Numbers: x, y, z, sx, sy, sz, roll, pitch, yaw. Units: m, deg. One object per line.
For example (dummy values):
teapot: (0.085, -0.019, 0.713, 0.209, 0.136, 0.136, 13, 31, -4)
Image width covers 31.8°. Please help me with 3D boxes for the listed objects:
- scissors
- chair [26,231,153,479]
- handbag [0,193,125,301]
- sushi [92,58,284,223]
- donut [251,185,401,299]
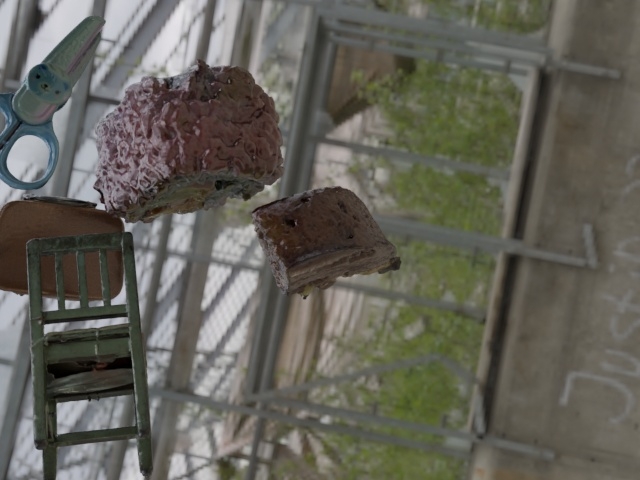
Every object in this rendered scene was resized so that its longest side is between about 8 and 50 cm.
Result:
scissors: (-0.316, -0.172, 1.291, 0.030, 0.125, 0.256, -38, 20, 53)
chair: (-0.280, 0.143, 1.362, 0.147, 0.136, 0.270, 100, 161, -58)
handbag: (-0.378, 0.011, 1.619, 0.072, 0.194, 0.151, 177, 102, -69)
sushi: (-0.181, -0.126, 1.530, 0.270, 0.237, 0.170, -24, 77, 48)
donut: (0.010, -0.005, 1.397, 0.126, 0.187, 0.144, 61, 160, 15)
